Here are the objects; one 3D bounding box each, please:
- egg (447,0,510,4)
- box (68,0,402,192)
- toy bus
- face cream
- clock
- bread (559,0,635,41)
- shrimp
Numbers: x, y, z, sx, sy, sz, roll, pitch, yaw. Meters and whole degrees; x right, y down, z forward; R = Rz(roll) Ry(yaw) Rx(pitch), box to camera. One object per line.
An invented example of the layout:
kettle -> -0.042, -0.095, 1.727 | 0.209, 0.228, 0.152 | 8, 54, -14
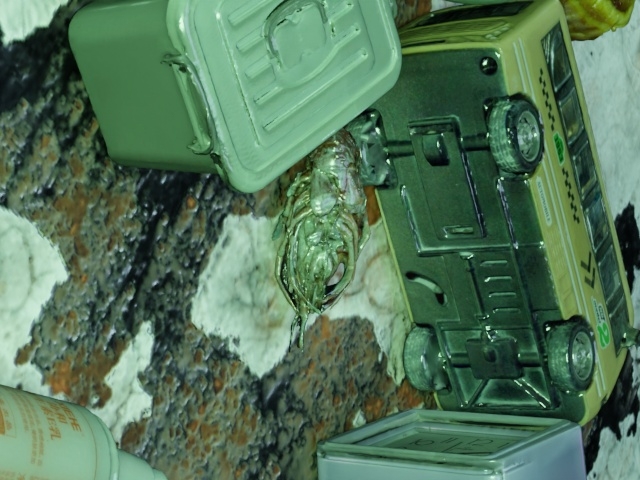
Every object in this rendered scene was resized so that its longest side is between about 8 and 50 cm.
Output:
egg -> 0.098, -0.355, 1.370 | 0.389, 0.276, 0.276 | 57, 50, -41
box -> -0.062, -0.146, 1.292 | 0.243, 0.135, 0.163 | -41, 122, -42
toy bus -> 0.162, -0.022, 1.554 | 0.202, 0.176, 0.365 | -41, 122, -50
face cream -> -0.190, 0.153, 1.168 | 0.251, 0.101, 0.101 | 22, 74, -50
clock -> 0.111, 0.195, 1.482 | 0.144, 0.193, 0.073 | -14, 101, -51
bread -> 0.224, -0.297, 1.687 | 0.222, 0.096, 0.182 | 21, 73, -50
shrimp -> -0.001, 0.000, 1.433 | 0.073, 0.074, 0.190 | 35, 72, -83
